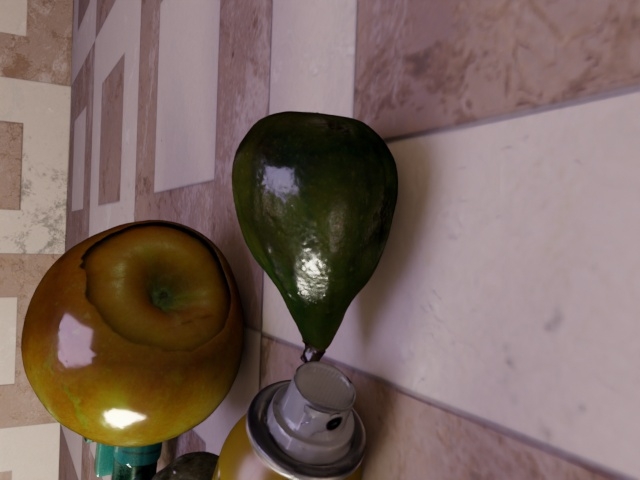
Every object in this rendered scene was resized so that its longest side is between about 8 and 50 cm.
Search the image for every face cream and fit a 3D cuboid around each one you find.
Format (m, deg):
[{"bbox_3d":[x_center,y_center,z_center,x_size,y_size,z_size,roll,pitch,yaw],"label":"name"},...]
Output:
[{"bbox_3d":[-0.046,0.237,0.463,0.105,0.104,0.349,54,134,48],"label":"face cream"}]

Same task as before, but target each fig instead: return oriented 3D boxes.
[{"bbox_3d":[0.000,0.000,0.405,0.117,0.117,0.178,32,134,58],"label":"fig"}]

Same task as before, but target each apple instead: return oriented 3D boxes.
[{"bbox_3d":[-0.183,0.092,0.621,0.207,0.236,0.237,-33,59,41],"label":"apple"}]

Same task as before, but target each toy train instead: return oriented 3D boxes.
[{"bbox_3d":[-0.275,0.227,0.877,0.194,0.120,0.298,35,119,52],"label":"toy train"}]

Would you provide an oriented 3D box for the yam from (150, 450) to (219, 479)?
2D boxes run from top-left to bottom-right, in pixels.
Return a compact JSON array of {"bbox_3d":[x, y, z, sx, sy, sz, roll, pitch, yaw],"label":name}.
[{"bbox_3d":[-0.187,0.371,0.631,0.330,0.133,0.133,-59,34,4],"label":"yam"}]
